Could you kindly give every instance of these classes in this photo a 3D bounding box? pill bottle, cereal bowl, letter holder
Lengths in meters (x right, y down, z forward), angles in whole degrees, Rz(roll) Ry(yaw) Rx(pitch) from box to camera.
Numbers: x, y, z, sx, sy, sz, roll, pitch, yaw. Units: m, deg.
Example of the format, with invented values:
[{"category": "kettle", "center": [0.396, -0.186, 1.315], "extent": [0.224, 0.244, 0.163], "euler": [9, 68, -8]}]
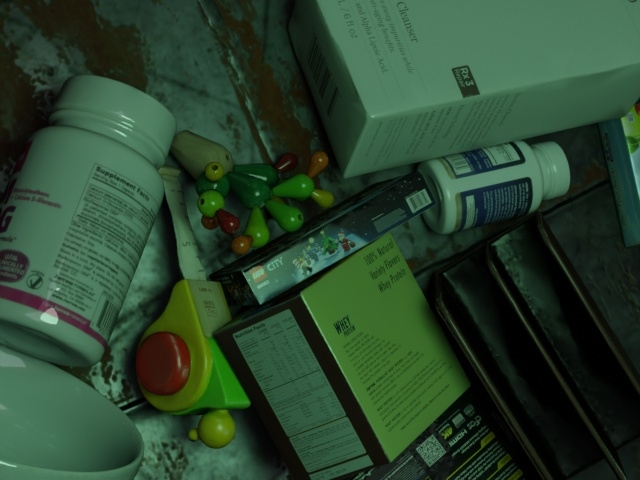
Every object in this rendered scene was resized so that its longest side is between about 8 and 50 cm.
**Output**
[{"category": "pill bottle", "center": [-0.262, -0.022, 1.558], "extent": [0.160, 0.160, 0.283], "euler": [24, 70, -13]}, {"category": "cereal bowl", "center": [-0.353, 0.206, 1.444], "extent": [0.339, 0.339, 0.141], "euler": [23, 98, -13]}, {"category": "letter holder", "center": [0.266, 0.144, 1.658], "extent": [0.152, 0.214, 0.302], "euler": [-31, 95, 9]}, {"category": "pill bottle", "center": [0.207, -0.068, 1.742], "extent": [0.169, 0.094, 0.094], "euler": [-13, 89, -17]}]

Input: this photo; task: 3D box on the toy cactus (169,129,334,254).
[{"category": "toy cactus", "center": [-0.091, -0.072, 1.631], "extent": [0.180, 0.112, 0.219], "euler": [34, 33, 21]}]

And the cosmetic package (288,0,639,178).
[{"category": "cosmetic package", "center": [0.180, -0.229, 1.689], "extent": [0.385, 0.156, 0.217], "euler": [-16, 70, -16]}]

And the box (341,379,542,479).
[{"category": "box", "center": [0.120, 0.355, 1.692], "extent": [0.322, 0.079, 0.257], "euler": [-39, 99, -16]}]

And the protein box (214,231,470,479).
[{"category": "protein box", "center": [0.027, 0.131, 1.607], "extent": [0.200, 0.136, 0.201], "euler": [-33, 97, -53]}]

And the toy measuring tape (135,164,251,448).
[{"category": "toy measuring tape", "center": [-0.165, 0.080, 1.628], "extent": [0.121, 0.121, 0.330], "euler": [-12, 70, -17]}]

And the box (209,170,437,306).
[{"category": "box", "center": [0.000, 0.000, 1.641], "extent": [0.233, 0.159, 0.044], "euler": [-29, 96, -17]}]

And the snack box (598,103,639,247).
[{"category": "snack box", "center": [0.467, -0.095, 1.835], "extent": [0.207, 0.070, 0.175], "euler": [-11, 88, -16]}]
